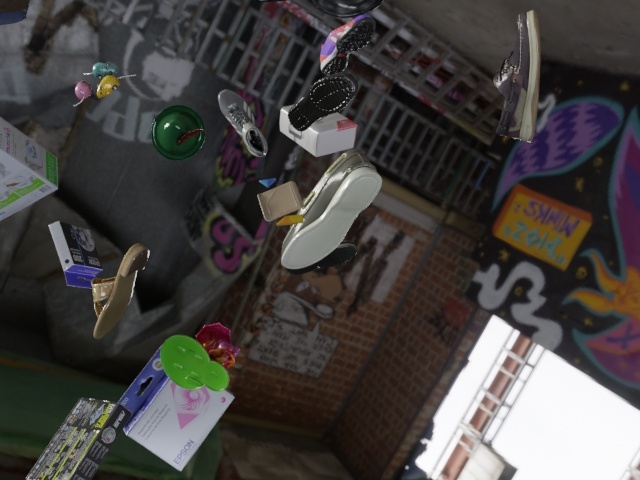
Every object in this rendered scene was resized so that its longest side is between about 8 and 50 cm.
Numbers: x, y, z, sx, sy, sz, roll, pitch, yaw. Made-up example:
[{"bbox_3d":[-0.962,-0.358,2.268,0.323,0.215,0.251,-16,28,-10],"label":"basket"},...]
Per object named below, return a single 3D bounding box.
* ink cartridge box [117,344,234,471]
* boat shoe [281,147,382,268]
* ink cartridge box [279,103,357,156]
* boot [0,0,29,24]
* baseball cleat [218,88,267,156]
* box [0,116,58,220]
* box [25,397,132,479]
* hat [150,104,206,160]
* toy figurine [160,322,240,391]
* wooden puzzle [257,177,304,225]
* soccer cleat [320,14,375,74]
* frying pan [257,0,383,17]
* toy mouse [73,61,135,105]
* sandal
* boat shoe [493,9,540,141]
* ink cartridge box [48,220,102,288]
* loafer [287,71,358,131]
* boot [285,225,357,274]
[{"bbox_3d":[-0.536,0.603,2.362,0.330,0.324,0.071,38,168,-12],"label":"ink cartridge box"},{"bbox_3d":[0.010,-0.060,1.367,0.109,0.305,0.091,12,-139,-39],"label":"boat shoe"},{"bbox_3d":[-0.011,-0.368,2.129,0.158,0.092,0.218,-18,-138,-31],"label":"ink cartridge box"},{"bbox_3d":[-0.594,-0.475,1.258,0.082,0.106,0.219,16,-155,12],"label":"boot"},{"bbox_3d":[-0.200,-0.316,1.727,0.206,0.072,0.109,54,176,-5],"label":"baseball cleat"},{"bbox_3d":[-0.878,-0.177,1.729,0.231,0.262,0.127,45,-157,-53],"label":"box"},{"bbox_3d":[-0.682,0.581,1.849,0.216,0.270,0.060,-6,134,40],"label":"box"},{"bbox_3d":[-0.452,-0.336,1.994,0.173,0.208,0.183,55,-170,-3],"label":"hat"},{"bbox_3d":[-0.241,0.248,1.465,0.173,0.130,0.159,20,-156,17],"label":"toy figurine"},{"bbox_3d":[-0.070,-0.068,1.158,0.014,0.078,0.116,72,-175,-54],"label":"wooden puzzle"},{"bbox_3d":[0.077,-0.660,2.135,0.108,0.117,0.318,-5,167,-23],"label":"soccer cleat"},{"bbox_3d":[0.014,-0.627,1.673,0.326,0.053,0.197,-12,158,17],"label":"frying pan"},{"bbox_3d":[-0.546,-0.389,1.577,0.143,0.161,0.031,41,166,37],"label":"toy mouse"},{"bbox_3d":[-0.452,0.094,1.412,0.079,0.240,0.088,35,-161,12],"label":"sandal"},{"bbox_3d":[0.407,-0.332,1.358,0.092,0.285,0.103,3,-136,18],"label":"boat shoe"},{"bbox_3d":[-0.784,0.051,2.126,0.206,0.045,0.208,43,-153,-79],"label":"ink cartridge box"},{"bbox_3d":[0.010,-0.324,1.482,0.220,0.078,0.080,-20,108,48],"label":"loafer"},{"bbox_3d":[-0.002,-0.001,2.071,0.085,0.236,0.179,52,-153,-44],"label":"boot"}]
